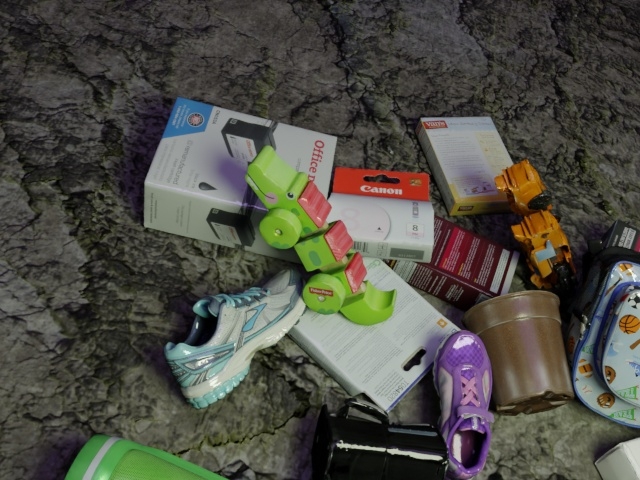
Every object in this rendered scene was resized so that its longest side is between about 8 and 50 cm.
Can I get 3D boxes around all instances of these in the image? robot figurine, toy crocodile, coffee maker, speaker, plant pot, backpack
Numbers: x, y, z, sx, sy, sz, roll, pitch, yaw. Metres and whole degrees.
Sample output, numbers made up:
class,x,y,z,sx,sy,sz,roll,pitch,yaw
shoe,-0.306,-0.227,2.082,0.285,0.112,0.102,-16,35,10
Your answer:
class,x,y,z,sx,sy,sz,roll,pitch,yaw
robot figurine,0.394,-0.011,1.306,0.085,0.291,0.211,-20,57,16
toy crocodile,0.000,0.000,1.141,0.340,0.105,0.115,57,35,-17
coffee maker,0.084,0.323,1.031,0.178,0.120,0.171,10,39,-8
speaker,-0.182,0.361,0.943,0.296,0.131,0.131,22,51,3
plant pot,0.331,0.191,1.190,0.167,0.167,0.165,-1,62,-15
backpack,0.528,0.170,1.170,0.276,0.263,0.213,19,21,9

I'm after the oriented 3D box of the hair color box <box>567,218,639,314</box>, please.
class,x,y,z,sx,sy,sz,roll,pitch,yaw
hair color box,0.671,0.137,1.336,0.374,0.114,0.185,30,52,9

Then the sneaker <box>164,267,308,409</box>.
class,x,y,z,sx,sy,sz,roll,pitch,yaw
sneaker,-0.125,0.121,1.121,0.283,0.110,0.122,-48,113,-37

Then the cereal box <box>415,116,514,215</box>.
class,x,y,z,sx,sy,sz,roll,pitch,yaw
cereal box,0.314,-0.161,1.516,0.173,0.047,0.240,-3,54,-16

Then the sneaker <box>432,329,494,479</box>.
class,x,y,z,sx,sy,sz,roll,pitch,yaw
sneaker,0.220,0.252,1.090,0.095,0.104,0.236,7,76,-2

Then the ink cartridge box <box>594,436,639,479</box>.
class,x,y,z,sx,sy,sz,roll,pitch,yaw
ink cartridge box,0.571,0.382,1.137,0.217,0.092,0.159,-7,56,-21

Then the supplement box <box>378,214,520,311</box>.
class,x,y,z,sx,sy,sz,roll,pitch,yaw
supplement box,0.229,0.036,1.328,0.239,0.073,0.130,26,51,6

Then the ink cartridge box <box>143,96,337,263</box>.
class,x,y,z,sx,sy,sz,roll,pitch,yaw
ink cartridge box,-0.139,-0.108,1.309,0.307,0.129,0.223,13,51,-4

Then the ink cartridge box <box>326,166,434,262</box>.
class,x,y,z,sx,sy,sz,roll,pitch,yaw
ink cartridge box,0.107,-0.067,1.306,0.189,0.066,0.232,5,51,3

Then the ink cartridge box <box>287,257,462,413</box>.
class,x,y,z,sx,sy,sz,roll,pitch,yaw
ink cartridge box,0.091,0.153,1.221,0.224,0.045,0.223,42,55,17
